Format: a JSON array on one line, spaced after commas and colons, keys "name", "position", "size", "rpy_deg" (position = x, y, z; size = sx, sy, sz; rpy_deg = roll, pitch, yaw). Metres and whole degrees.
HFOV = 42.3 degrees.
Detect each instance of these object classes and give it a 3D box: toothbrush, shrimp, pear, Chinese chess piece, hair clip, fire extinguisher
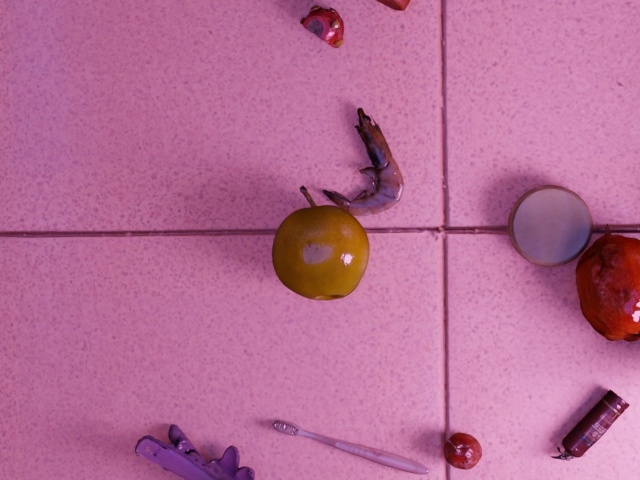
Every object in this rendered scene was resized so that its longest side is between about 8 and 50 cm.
[{"name": "toothbrush", "position": [0.054, 0.389, 1.550], "size": [0.307, 0.029, 0.025], "rpy_deg": [15, 87, 11]}, {"name": "shrimp", "position": [0.065, -0.137, 1.535], "size": [0.147, 0.035, 0.195], "rpy_deg": [-23, 88, 14]}, {"name": "pear", "position": [0.000, 0.000, 1.496], "size": [0.180, 0.166, 0.216], "rpy_deg": [-14, 68, 25]}, {"name": "Chinese chess piece", "position": [0.402, -0.026, 1.452], "size": [0.144, 0.058, 0.144], "rpy_deg": [0, 90, 11]}, {"name": "hair clip", "position": [-0.217, 0.441, 1.587], "size": [0.278, 0.090, 0.137], "rpy_deg": [31, 97, 4]}, {"name": "fire extinguisher", "position": [0.474, 0.332, 1.453], "size": [0.064, 0.043, 0.158], "rpy_deg": [34, 102, -34]}]

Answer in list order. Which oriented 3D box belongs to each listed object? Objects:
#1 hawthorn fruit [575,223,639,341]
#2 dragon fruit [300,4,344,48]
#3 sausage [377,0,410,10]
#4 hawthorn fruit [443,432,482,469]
[{"name": "hawthorn fruit", "position": [0.512, 0.083, 1.389], "size": [0.173, 0.173, 0.179], "rpy_deg": [-52, 54, 9]}, {"name": "dragon fruit", "position": [0.010, -0.401, 1.526], "size": [0.083, 0.056, 0.060], "rpy_deg": [39, 100, 10]}, {"name": "sausage", "position": [0.163, -0.546, 1.464], "size": [0.113, 0.113, 0.259], "rpy_deg": [29, 98, 10]}, {"name": "hawthorn fruit", "position": [0.249, 0.373, 1.472], "size": [0.066, 0.103, 0.067], "rpy_deg": [-8, 68, 20]}]
